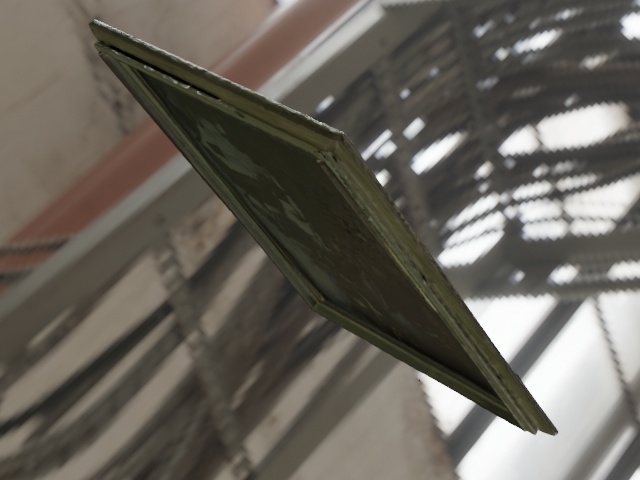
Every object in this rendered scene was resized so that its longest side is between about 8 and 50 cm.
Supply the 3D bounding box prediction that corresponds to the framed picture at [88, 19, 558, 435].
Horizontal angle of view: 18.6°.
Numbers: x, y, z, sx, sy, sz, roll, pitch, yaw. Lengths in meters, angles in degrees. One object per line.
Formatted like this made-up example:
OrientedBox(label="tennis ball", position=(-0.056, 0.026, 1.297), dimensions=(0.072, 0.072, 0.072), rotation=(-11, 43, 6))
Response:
OrientedBox(label="framed picture", position=(0.000, 0.000, 1.138), dimensions=(0.232, 0.019, 0.296), rotation=(27, -18, 45))
